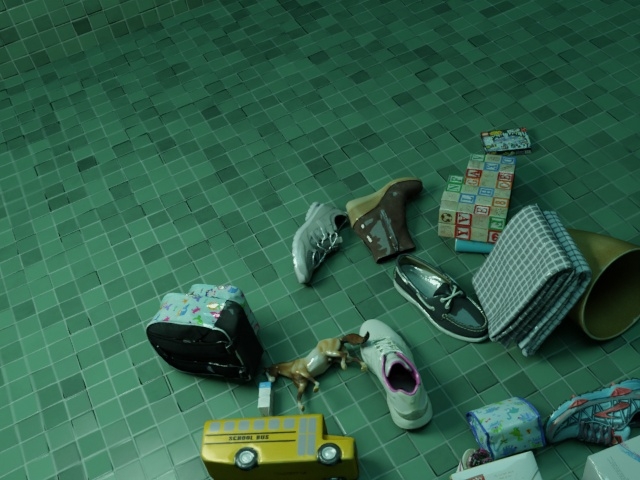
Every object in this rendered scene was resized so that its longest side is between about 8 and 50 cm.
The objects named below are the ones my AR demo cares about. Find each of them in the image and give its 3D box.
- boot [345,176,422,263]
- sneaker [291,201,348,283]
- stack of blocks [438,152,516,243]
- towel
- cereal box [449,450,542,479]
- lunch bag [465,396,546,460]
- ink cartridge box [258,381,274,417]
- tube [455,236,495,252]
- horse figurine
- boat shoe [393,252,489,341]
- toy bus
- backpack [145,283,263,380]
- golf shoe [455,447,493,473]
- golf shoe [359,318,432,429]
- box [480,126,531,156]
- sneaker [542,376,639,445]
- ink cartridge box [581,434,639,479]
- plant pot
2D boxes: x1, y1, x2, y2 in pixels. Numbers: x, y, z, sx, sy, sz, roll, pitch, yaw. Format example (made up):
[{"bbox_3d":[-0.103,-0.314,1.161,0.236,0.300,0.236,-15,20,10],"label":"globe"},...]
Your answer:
[{"bbox_3d":[0.211,-0.055,2.177,0.248,0.090,0.207,-22,62,-15],"label":"boot"},{"bbox_3d":[0.000,0.000,2.127,0.115,0.105,0.281,6,49,16],"label":"sneaker"},{"bbox_3d":[0.426,-0.122,2.137,0.171,0.087,0.297,8,39,15],"label":"stack of blocks"},{"bbox_3d":[0.471,0.090,1.831,0.121,0.284,0.235,15,34,-24],"label":"towel"},{"bbox_3d":[0.370,0.552,1.545,0.172,0.047,0.240,-16,71,-3],"label":"cereal box"},{"bbox_3d":[0.395,0.395,1.710,0.128,0.096,0.151,-15,18,-4],"label":"lunch bag"},{"bbox_3d":[-0.127,0.378,1.845,0.028,0.048,0.083,-5,47,6],"label":"ink cartridge box"},{"bbox_3d":[0.458,0.008,2.083,0.207,0.052,0.080,2,54,7],"label":"tube"},{"bbox_3d":[0.003,0.293,1.873,0.263,0.066,0.174,-34,28,-6],"label":"horse figurine"},{"bbox_3d":[0.295,0.138,1.958,0.302,0.091,0.114,32,58,31],"label":"boat shoe"},{"bbox_3d":[-0.086,0.459,1.727,0.332,0.108,0.130,-5,46,6],"label":"toy bus"},{"bbox_3d":[-0.280,0.220,1.901,0.253,0.225,0.191,-3,44,21],"label":"backpack"},{"bbox_3d":[0.308,0.523,1.633,0.067,0.086,0.186,21,69,-9],"label":"golf shoe"},{"bbox_3d":[0.170,0.279,1.824,0.115,0.140,0.306,-22,47,-8],"label":"golf shoe"},{"bbox_3d":[0.548,-0.290,2.346,0.136,0.027,0.094,-6,46,5],"label":"box"},{"bbox_3d":[0.599,0.383,1.677,0.261,0.104,0.125,-19,50,-7],"label":"sneaker"},{"bbox_3d":[0.629,0.477,1.568,0.176,0.128,0.127,-19,48,-8],"label":"ink cartridge box"},{"bbox_3d":[0.626,0.070,1.893,0.237,0.237,0.254,-28,37,-15],"label":"plant pot"}]
